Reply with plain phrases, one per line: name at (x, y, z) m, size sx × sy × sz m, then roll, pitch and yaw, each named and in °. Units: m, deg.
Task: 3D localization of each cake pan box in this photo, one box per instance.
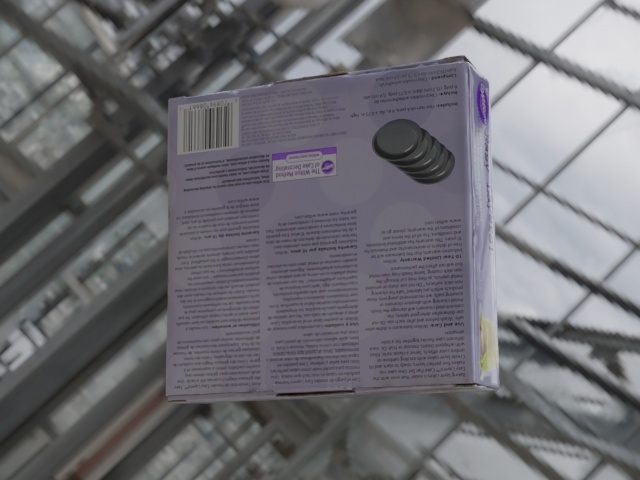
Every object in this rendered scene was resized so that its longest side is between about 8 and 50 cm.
cake pan box at (0.000, 0.000, 1.087) m, size 0.267 × 0.245 × 0.070 m, roll -6°, pitch -13°, yaw 22°
